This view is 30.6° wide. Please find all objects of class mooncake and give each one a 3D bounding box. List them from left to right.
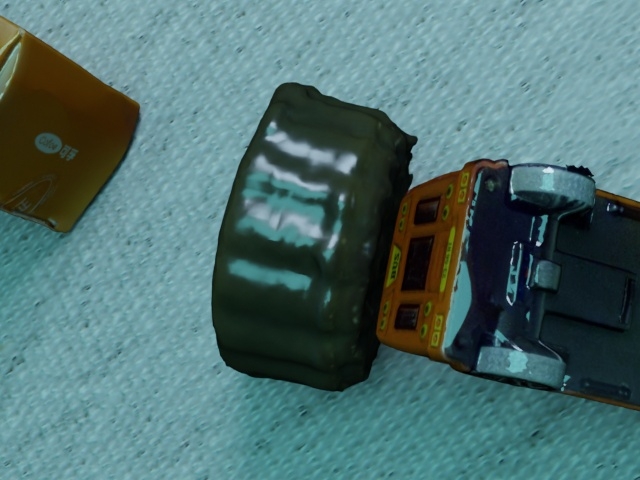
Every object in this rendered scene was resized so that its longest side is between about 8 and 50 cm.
[{"bbox_3d":[0.000,0.000,0.876,0.124,0.228,0.228,14,83,7],"label":"mooncake"}]

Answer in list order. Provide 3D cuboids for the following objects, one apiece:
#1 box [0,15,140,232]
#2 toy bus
[{"bbox_3d":[-0.349,-0.153,0.979,0.341,0.225,0.143,29,90,17],"label":"box"},{"bbox_3d":[0.213,0.051,0.815,0.329,0.153,0.143,14,81,-21],"label":"toy bus"}]
